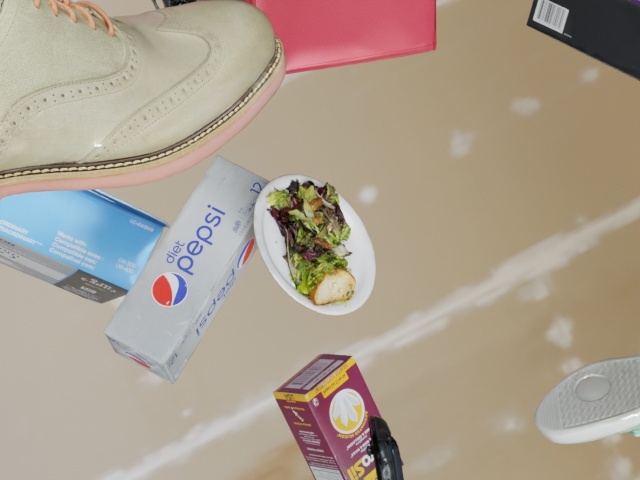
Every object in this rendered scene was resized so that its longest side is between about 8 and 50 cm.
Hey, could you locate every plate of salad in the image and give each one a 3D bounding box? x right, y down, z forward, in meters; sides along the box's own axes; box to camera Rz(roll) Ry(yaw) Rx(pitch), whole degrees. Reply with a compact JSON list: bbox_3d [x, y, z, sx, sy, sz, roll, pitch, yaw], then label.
[{"bbox_3d":[0.000,0.000,1.902,0.048,0.200,0.200,-35,-100,43],"label":"plate of salad"}]

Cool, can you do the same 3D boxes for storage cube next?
[{"bbox_3d":[-0.007,-0.285,1.392,0.184,0.215,0.193,-127,-151,-55],"label":"storage cube"}]

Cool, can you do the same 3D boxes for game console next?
[{"bbox_3d":[0.092,0.390,1.874,0.213,0.044,0.361,-123,-157,-69],"label":"game console"}]

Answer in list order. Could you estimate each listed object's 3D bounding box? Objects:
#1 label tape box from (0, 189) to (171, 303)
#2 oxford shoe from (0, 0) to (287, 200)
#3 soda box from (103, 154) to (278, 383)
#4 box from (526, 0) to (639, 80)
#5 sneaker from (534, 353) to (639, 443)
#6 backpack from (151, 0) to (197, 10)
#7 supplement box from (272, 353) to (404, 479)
[{"bbox_3d":[-0.383,-0.011,2.167,0.249,0.115,0.347,25,-12,-15],"label":"label tape box"},{"bbox_3d":[-0.174,-0.114,0.973,0.140,0.397,0.147,25,-54,36],"label":"oxford shoe"},{"bbox_3d":[-0.163,0.037,1.931,0.098,0.286,0.091,27,-18,12],"label":"soda box"},{"bbox_3d":[0.433,-0.294,1.928,0.261,0.184,0.103,31,-53,26],"label":"box"},{"bbox_3d":[0.356,0.191,1.571,0.094,0.256,0.151,-118,-170,-52],"label":"sneaker"},{"bbox_3d":[-0.144,-0.316,1.715,0.152,0.115,0.182,96,-28,-71],"label":"backpack"},{"bbox_3d":[0.026,0.267,2.095,0.081,0.104,0.188,-2,-62,52],"label":"supplement box"}]
